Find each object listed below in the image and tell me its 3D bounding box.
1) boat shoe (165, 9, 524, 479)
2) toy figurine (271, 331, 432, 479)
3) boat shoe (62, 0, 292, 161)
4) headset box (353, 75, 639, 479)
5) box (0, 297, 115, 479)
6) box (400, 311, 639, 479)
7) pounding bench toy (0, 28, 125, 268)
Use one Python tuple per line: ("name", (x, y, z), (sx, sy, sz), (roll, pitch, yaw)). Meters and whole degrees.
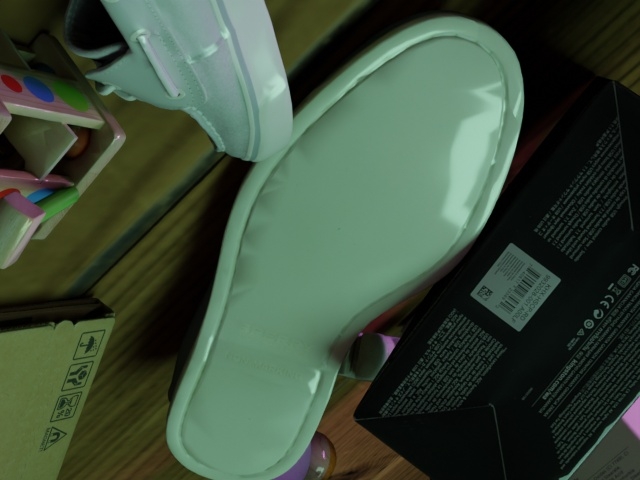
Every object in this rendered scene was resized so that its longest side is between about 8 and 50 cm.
("boat shoe", (0.000, 0.000, 0.589), (0.099, 0.116, 0.319), (-85, -160, -55))
("toy figurine", (0.050, 0.189, 0.858), (0.213, 0.209, 0.148), (-44, 147, 15))
("boat shoe", (-0.052, -0.076, 0.346), (0.063, 0.066, 0.184), (-25, 159, -5))
("headset box", (0.148, 0.016, 0.661), (0.218, 0.110, 0.293), (-54, 175, 14))
("box", (-0.190, 0.124, 0.507), (0.164, 0.021, 0.201), (-4, 122, -56))
("box", (0.202, 0.141, 0.912), (0.113, 0.275, 0.094), (-47, 158, 26))
("pounding bench toy", (-0.098, -0.025, 0.345), (0.052, 0.083, 0.065), (-46, 157, 20))
